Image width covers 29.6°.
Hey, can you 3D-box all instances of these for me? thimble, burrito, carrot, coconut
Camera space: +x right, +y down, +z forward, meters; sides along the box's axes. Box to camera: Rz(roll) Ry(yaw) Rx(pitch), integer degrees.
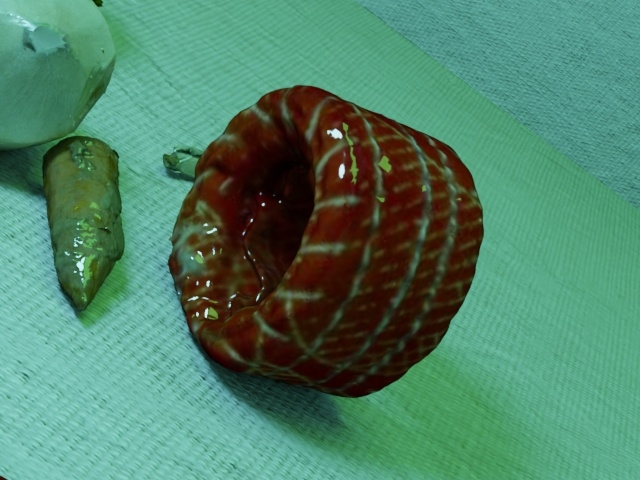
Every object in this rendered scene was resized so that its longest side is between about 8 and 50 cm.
[{"bbox_3d":[0.000,0.000,1.433,0.230,0.350,0.350,19,29,-35],"label":"thimble"},{"bbox_3d":[-0.156,-0.104,1.773,0.185,0.045,0.041,20,21,-45],"label":"burrito"},{"bbox_3d":[-0.278,-0.013,1.407,0.102,0.102,0.263,23,33,-27],"label":"carrot"},{"bbox_3d":[-0.363,-0.216,1.458,0.241,0.241,0.241,30,25,-15],"label":"coconut"}]

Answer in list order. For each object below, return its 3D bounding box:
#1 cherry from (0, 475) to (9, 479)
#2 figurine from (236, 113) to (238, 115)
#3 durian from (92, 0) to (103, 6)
[{"bbox_3d":[-0.258,0.242,0.949,0.126,0.087,0.106,54,16,-5],"label":"cherry"},{"bbox_3d":[-0.101,-0.148,1.894,0.086,0.094,0.082,13,61,13],"label":"figurine"},{"bbox_3d":[-0.419,-0.428,1.788,0.291,0.224,0.291,25,31,-17],"label":"durian"}]
